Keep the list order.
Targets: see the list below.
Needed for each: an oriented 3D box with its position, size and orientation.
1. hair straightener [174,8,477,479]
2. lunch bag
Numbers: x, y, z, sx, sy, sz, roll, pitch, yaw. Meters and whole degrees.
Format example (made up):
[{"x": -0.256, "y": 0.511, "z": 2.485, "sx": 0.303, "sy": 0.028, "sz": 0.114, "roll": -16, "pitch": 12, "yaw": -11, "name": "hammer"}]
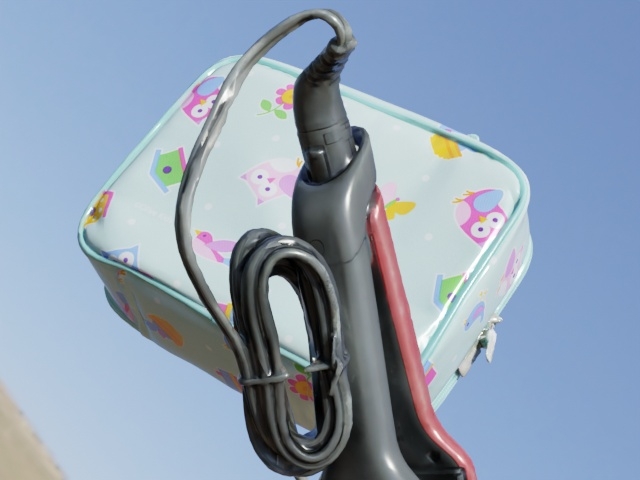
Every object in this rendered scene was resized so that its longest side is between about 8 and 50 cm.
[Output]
[{"x": 0.009, "y": 0.054, "z": 0.427, "sx": 0.047, "sy": 0.089, "sz": 0.230, "roll": 1, "pitch": -72, "yaw": 32, "name": "hair straightener"}, {"x": 0.000, "y": 0.000, "z": 1.080, "sx": 0.279, "sy": 0.224, "sz": 0.108, "roll": 26, "pitch": -27, "yaw": 23, "name": "lunch bag"}]
